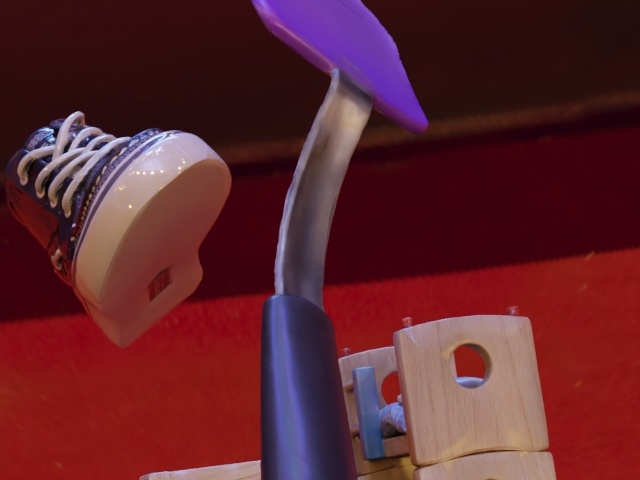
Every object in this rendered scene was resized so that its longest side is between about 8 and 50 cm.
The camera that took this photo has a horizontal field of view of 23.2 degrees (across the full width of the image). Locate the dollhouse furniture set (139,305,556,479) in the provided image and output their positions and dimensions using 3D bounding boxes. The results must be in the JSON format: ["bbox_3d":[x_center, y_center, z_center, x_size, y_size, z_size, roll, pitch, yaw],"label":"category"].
[{"bbox_3d":[0.002,0.111,0.742,0.184,0.129,0.129,-5,81,-15],"label":"dollhouse furniture set"}]

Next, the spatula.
[{"bbox_3d":[0.000,0.000,0.463,0.084,0.030,0.296,32,41,-32],"label":"spatula"}]

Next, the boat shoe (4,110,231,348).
[{"bbox_3d":[-0.166,-0.032,1.133,0.127,0.340,0.158,-41,82,-20],"label":"boat shoe"}]
